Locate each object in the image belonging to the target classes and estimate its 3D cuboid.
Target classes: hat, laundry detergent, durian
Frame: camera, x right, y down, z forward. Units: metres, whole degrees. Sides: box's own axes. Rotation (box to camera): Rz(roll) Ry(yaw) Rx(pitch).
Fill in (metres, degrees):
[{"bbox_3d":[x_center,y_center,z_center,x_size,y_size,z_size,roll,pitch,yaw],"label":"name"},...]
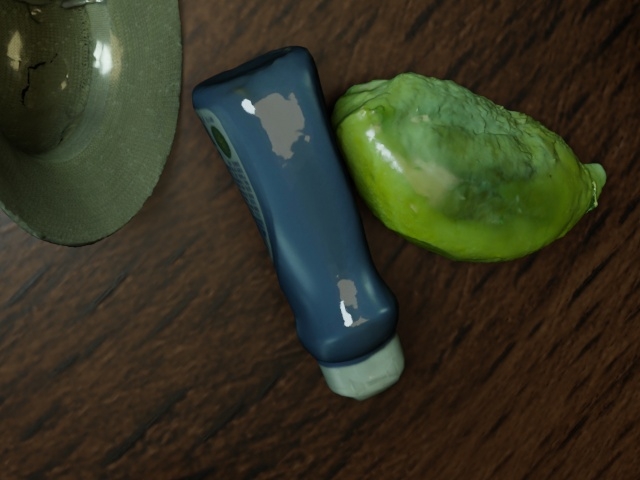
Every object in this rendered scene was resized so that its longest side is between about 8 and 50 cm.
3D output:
[{"bbox_3d":[-0.207,-0.128,0.567,0.130,0.257,0.257,6,100,17],"label":"hat"},{"bbox_3d":[0.000,0.000,0.654,0.094,0.143,0.290,-27,109,-11],"label":"laundry detergent"},{"bbox_3d":[0.122,-0.052,0.692,0.250,0.101,0.139,23,93,-16],"label":"durian"}]
